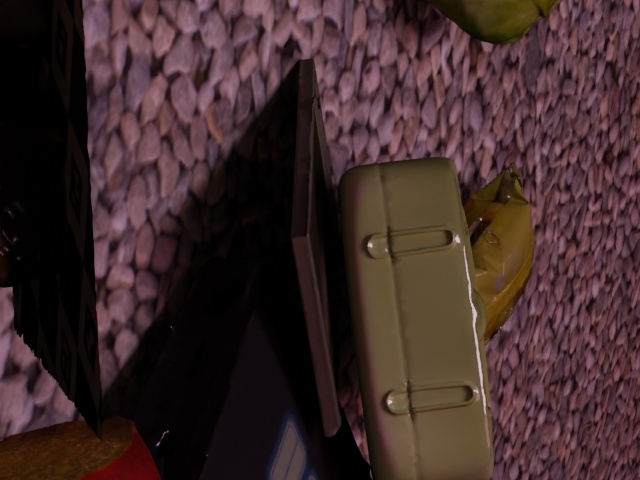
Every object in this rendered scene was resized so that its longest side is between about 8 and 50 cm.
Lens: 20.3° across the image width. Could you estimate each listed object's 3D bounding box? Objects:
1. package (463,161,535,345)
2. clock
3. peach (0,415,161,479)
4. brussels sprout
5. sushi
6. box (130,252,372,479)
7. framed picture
[{"bbox_3d":[0.169,0.037,1.926,0.226,0.090,0.168,-48,144,-41],"label":"package"},{"bbox_3d":[0.089,0.082,1.638,0.348,0.117,0.286,59,23,-84],"label":"clock"},{"bbox_3d":[-0.188,0.197,1.178,0.190,0.190,0.192,48,47,-58],"label":"peach"},{"bbox_3d":[0.170,-0.291,1.714,0.223,0.161,0.223,-15,108,-55],"label":"brussels sprout"},{"bbox_3d":[-0.187,-0.053,1.039,0.059,0.294,0.292,-4,97,-19],"label":"sushi"},{"bbox_3d":[-0.050,0.231,1.461,0.359,0.091,0.350,-70,148,-46],"label":"box"},{"bbox_3d":[0.000,0.000,1.518,0.281,0.019,0.209,-88,172,-57],"label":"framed picture"}]
